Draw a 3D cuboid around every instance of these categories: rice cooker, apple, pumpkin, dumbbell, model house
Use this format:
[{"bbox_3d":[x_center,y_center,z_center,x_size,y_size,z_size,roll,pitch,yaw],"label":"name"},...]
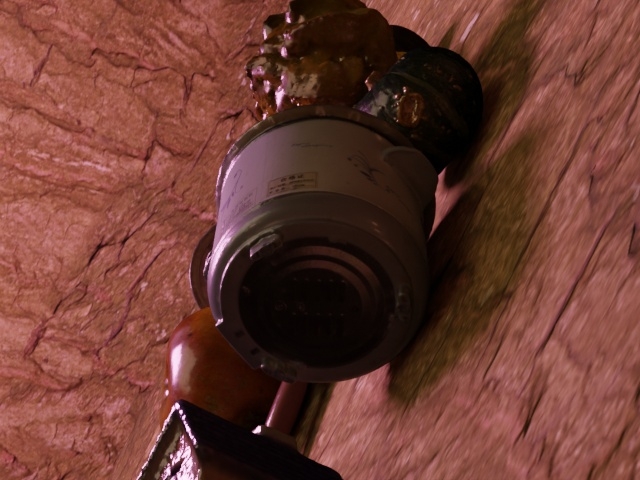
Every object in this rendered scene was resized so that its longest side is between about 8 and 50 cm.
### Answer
[{"bbox_3d":[0.000,0.000,1.546,0.316,0.264,0.317,-33,26,18],"label":"rice cooker"},{"bbox_3d":[-0.114,0.202,1.878,0.237,0.207,0.237,-172,90,-83],"label":"apple"},{"bbox_3d":[0.115,-0.153,1.679,0.190,0.146,0.190,-61,12,21],"label":"pumpkin"},{"bbox_3d":[-0.046,0.217,1.735,0.082,0.092,0.231,-7,50,42],"label":"dumbbell"},{"bbox_3d":[-0.115,0.322,1.326,0.312,0.245,0.280,-44,27,45],"label":"model house"}]

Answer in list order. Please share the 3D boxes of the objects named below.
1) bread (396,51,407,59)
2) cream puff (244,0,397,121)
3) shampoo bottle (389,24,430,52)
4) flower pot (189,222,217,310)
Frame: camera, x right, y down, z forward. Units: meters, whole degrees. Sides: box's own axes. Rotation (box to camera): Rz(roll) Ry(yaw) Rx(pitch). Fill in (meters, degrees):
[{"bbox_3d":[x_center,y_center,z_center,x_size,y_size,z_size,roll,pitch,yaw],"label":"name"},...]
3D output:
[{"bbox_3d":[0.066,-0.202,2.005,0.197,0.170,0.197,17,-90,-88],"label":"bread"},{"bbox_3d":[0.003,-0.218,1.828,0.196,0.244,0.244,9,-65,-53],"label":"cream puff"},{"bbox_3d":[0.076,-0.211,2.190,0.284,0.101,0.101,-57,11,34],"label":"shampoo bottle"},{"bbox_3d":[-0.112,0.085,2.148,0.202,0.212,0.212,119,175,-68],"label":"flower pot"}]
